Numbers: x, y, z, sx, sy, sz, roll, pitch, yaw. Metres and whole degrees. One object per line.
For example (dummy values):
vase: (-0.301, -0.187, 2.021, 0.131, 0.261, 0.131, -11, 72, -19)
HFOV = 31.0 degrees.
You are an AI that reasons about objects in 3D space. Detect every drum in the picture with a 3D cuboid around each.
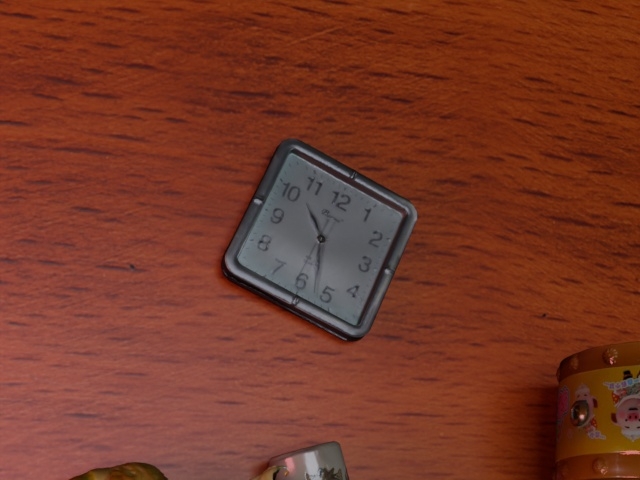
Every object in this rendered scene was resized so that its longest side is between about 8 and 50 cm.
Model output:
drum: (0.580, 0.308, 1.833, 0.431, 0.431, 0.214, 11, 71, -15)

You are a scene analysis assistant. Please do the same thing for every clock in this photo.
clock: (0.000, 0.000, 1.935, 0.273, 0.049, 0.279, 29, 67, -9)

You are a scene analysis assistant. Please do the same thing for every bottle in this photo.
bottle: (0.005, 0.442, 1.760, 0.120, 0.120, 0.253, -11, 79, -21)

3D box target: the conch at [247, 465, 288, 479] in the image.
conch: (-0.089, 0.418, 1.674, 0.137, 0.251, 0.143, -10, 71, -59)

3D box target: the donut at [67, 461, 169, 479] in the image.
donut: (-0.290, 0.450, 1.628, 0.209, 0.128, 0.261, -8, 63, -5)
